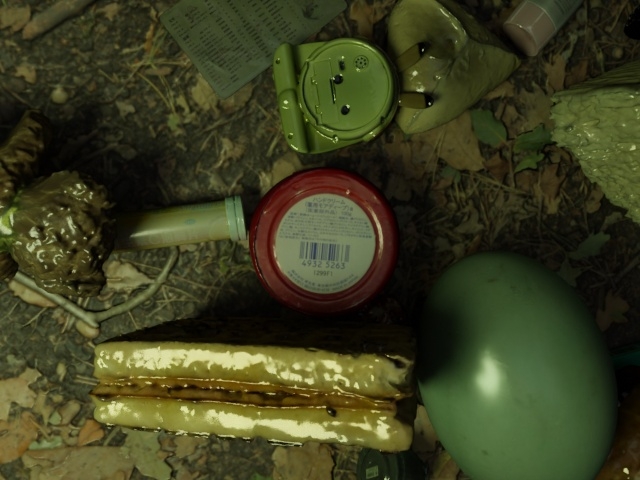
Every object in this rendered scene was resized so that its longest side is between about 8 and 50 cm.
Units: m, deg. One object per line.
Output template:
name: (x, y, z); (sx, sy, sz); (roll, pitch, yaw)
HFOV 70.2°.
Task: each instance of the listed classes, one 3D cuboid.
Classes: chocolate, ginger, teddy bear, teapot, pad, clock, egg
chocolate: (0.586, -0.438, 0.804); (0.072, 0.070, 0.147); (11, 93, -38)
ginger: (0.480, 0.343, 0.769); (0.321, 0.172, 0.165); (-39, 95, 7)
teddy bear: (-0.415, -0.060, 0.608); (0.223, 0.296, 0.246); (17, 98, -44)
teapot: (0.123, 0.416, 0.772); (0.108, 0.111, 0.149); (23, 85, -24)
pad: (-0.101, -0.364, 0.722); (0.265, 0.009, 0.159); (-39, 100, -4)
clock: (0.049, -0.232, 0.699); (0.232, 0.069, 0.169); (-9, 95, 8)
egg: (0.289, 0.205, 0.695); (0.276, 0.276, 0.388); (-15, 97, -8)

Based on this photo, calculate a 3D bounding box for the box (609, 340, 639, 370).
box: (0.646, 0.271, 0.878); (0.227, 0.042, 0.160); (-13, 97, -7)

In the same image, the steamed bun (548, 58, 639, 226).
steamed bun: (0.556, -0.158, 0.724); (0.274, 0.290, 0.272); (-26, 112, -14)

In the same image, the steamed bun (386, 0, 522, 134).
steamed bun: (0.191, -0.304, 0.727); (0.231, 0.110, 0.212); (-38, 99, -7)

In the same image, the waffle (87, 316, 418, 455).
waffle: (-0.063, 0.170, 0.592); (0.377, 0.261, 0.113); (0, 88, 11)

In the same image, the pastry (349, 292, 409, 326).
pastry: (0.104, 0.186, 0.747); (0.097, 0.115, 0.208); (-2, 96, 26)

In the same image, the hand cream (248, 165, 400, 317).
hand cream: (0.000, 0.000, 0.698); (0.231, 0.149, 0.230); (-1, 97, -8)

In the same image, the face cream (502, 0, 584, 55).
face cream: (0.403, -0.414, 0.778); (0.084, 0.057, 0.198); (43, 89, -9)

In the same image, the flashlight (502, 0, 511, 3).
flashlight: (0.291, -0.431, 0.776); (0.083, 0.018, 0.018); (22, 91, -10)

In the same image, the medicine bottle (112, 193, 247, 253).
medicine bottle: (-0.225, -0.022, 0.699); (0.218, 0.074, 0.073); (-8, 96, -7)
